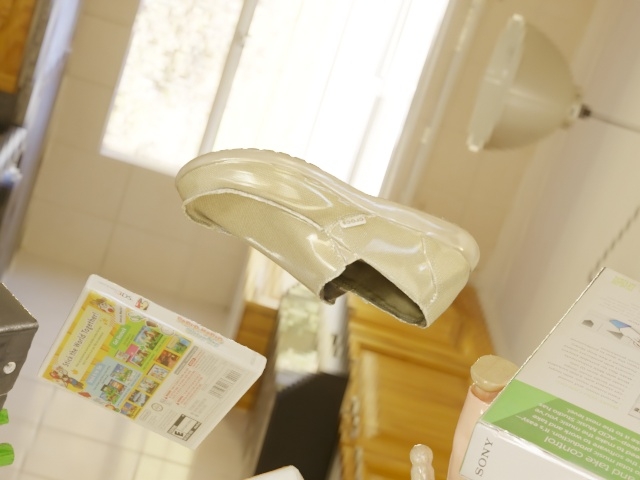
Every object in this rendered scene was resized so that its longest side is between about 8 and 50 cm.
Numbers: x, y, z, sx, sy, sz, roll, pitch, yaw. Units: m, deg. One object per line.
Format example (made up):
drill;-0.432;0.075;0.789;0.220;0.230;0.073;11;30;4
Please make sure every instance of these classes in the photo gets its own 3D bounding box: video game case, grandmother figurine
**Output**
video game case;-0.192;0.141;1.406;0.227;0.206;0.026;-51;-164;51
grandmother figurine;0.180;0.318;1.471;0.208;0.104;0.342;45;-55;48

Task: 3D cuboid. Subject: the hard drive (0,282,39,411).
hard drive;-0.369;0.129;1.006;0.064;0.237;0.339;-7;132;-53

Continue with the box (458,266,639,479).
box;0.270;0.137;0.966;0.322;0.232;0.058;-32;142;-57

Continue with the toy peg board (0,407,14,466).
toy peg board;-0.345;0.150;1.123;0.161;0.079;0.161;-18;-101;43

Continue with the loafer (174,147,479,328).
loafer;0.000;0.000;1.074;0.102;0.269;0.092;103;4;-64

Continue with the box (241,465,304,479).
box;-0.075;0.284;0.811;0.345;0.215;0.168;76;-2;-67
